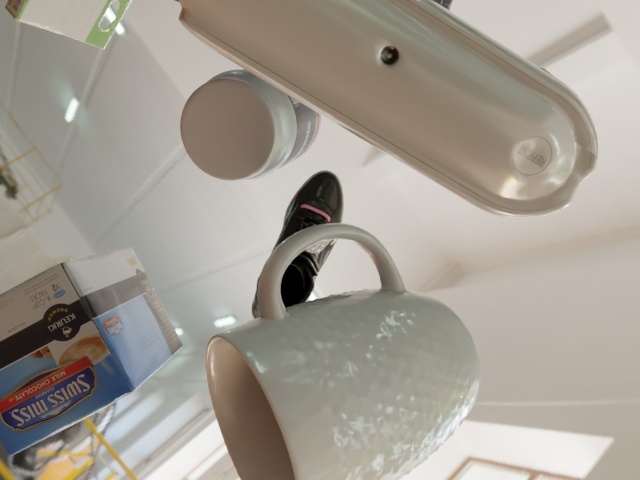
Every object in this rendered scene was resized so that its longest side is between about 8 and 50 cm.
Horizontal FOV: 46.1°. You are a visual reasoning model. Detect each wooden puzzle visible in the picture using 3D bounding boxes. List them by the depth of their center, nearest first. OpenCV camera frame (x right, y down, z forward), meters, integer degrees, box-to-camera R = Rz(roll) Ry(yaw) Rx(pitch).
[{"bbox_3d":[0.000,0.000,1.143,0.006,0.049,0.083,50,13,22],"label":"wooden puzzle"}]

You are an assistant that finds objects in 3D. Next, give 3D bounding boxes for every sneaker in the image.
[{"bbox_3d":[-0.025,0.009,1.249,0.105,0.295,0.147,25,-11,-5],"label":"sneaker"}]

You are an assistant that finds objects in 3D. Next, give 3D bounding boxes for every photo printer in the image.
[{"bbox_3d":[0.060,-0.132,0.582,0.308,0.107,0.256,29,15,-8],"label":"photo printer"}]

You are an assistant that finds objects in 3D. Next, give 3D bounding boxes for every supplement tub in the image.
[{"bbox_3d":[-0.118,-0.212,1.345,0.191,0.272,0.191,4,-74,14],"label":"supplement tub"}]

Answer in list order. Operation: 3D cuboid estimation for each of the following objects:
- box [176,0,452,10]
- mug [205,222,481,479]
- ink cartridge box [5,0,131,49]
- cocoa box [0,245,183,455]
[{"bbox_3d":[0.026,-0.534,1.124,0.297,0.480,0.471,27,-72,28],"label":"box"},{"bbox_3d":[0.034,0.161,1.042,0.276,0.328,0.373,1,-73,63],"label":"mug"},{"bbox_3d":[-0.537,-0.529,1.638,0.056,0.235,0.171,47,-69,25],"label":"ink cartridge box"},{"bbox_3d":[-0.415,0.169,1.283,0.227,0.232,0.347,62,4,-2],"label":"cocoa box"}]
